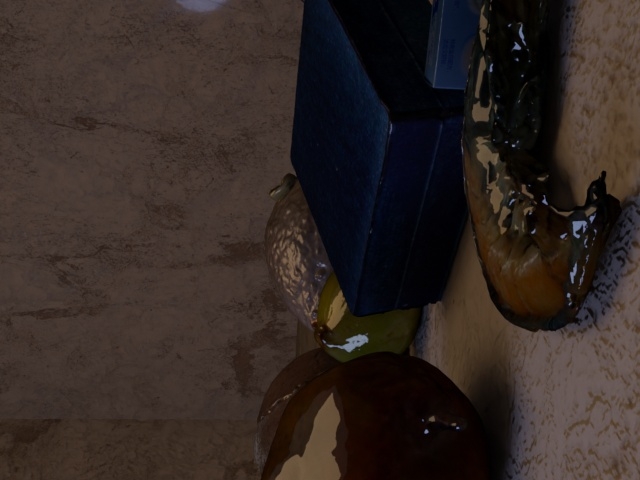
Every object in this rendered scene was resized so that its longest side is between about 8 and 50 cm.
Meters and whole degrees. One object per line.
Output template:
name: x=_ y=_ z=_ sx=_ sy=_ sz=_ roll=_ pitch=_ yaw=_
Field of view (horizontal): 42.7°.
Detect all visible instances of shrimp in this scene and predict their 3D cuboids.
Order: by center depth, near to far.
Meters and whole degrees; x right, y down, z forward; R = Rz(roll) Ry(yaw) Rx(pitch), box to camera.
shrimp: x=0.136 y=-0.075 z=0.524 sx=0.222 sy=0.054 sz=0.290 roll=-100 pitch=9 yaw=-72

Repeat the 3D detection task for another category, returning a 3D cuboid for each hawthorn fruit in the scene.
hawthorn fruit: x=0.060 y=0.190 z=0.684 sx=0.248 sy=0.208 sz=0.208 roll=120 pitch=156 yaw=-44

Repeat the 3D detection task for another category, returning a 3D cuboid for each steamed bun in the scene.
steamed bun: x=-0.008 y=0.331 z=1.290 sx=0.251 sy=0.199 sz=0.301 roll=-100 pitch=13 yaw=-65

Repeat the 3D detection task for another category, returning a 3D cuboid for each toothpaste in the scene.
toothpaste: x=0.126 y=-0.253 z=0.623 sx=0.053 sy=0.066 sz=0.272 roll=-98 pitch=11 yaw=-67

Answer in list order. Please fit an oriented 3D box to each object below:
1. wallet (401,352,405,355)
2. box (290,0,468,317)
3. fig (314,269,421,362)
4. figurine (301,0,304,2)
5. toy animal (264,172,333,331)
wallet: x=0.094 y=0.040 z=1.131 sx=0.133 sy=0.039 sz=0.243 roll=152 pitch=119 yaw=-77
box: x=0.059 y=-0.108 z=0.852 sx=0.279 sy=0.116 sz=0.261 roll=96 pitch=161 yaw=-49
fig: x=0.062 y=0.080 z=1.004 sx=0.136 sy=0.121 sz=0.153 roll=-33 pitch=39 yaw=62
figurine: x=0.023 y=-0.557 z=1.507 sx=0.158 sy=0.161 sz=0.275 roll=-51 pitch=-9 yaw=-24
toy animal: x=0.000 y=0.004 z=1.355 sx=0.358 sy=0.188 sz=0.226 roll=-95 pitch=3 yaw=-51
